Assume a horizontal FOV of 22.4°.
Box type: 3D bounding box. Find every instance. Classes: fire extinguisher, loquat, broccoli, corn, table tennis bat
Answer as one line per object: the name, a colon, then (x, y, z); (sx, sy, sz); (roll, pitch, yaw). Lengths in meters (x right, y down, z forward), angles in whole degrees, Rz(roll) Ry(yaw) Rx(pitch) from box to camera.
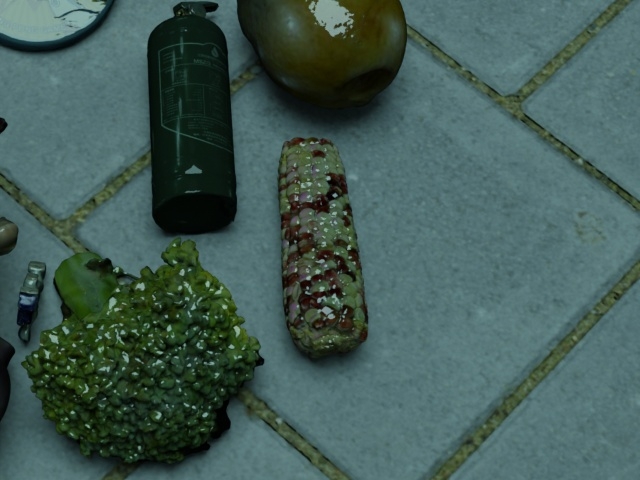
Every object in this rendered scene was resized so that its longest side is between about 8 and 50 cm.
fire extinguisher: (-0.145, -0.160, 1.852); (0.114, 0.095, 0.311); (19, 53, -39)
loquat: (0.001, -0.255, 1.875); (0.179, 0.179, 0.227); (-24, 59, -18)
broccoli: (-0.193, 0.084, 1.653); (0.242, 0.180, 0.273); (-26, 66, -18)
corn: (0.000, 0.000, 1.773); (0.092, 0.092, 0.281); (-1, 59, -7)
table tennis bat: (-0.361, -0.380, 1.954); (0.215, 0.044, 0.329); (-15, 75, -12)

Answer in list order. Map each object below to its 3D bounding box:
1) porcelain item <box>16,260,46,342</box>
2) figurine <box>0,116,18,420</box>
porcelain item: (-0.308, 0.072, 1.708); (0.021, 0.136, 0.075); (7, 102, -7)
figurine: (-0.372, 0.052, 1.591); (0.206, 0.218, 0.365); (23, 90, 11)
